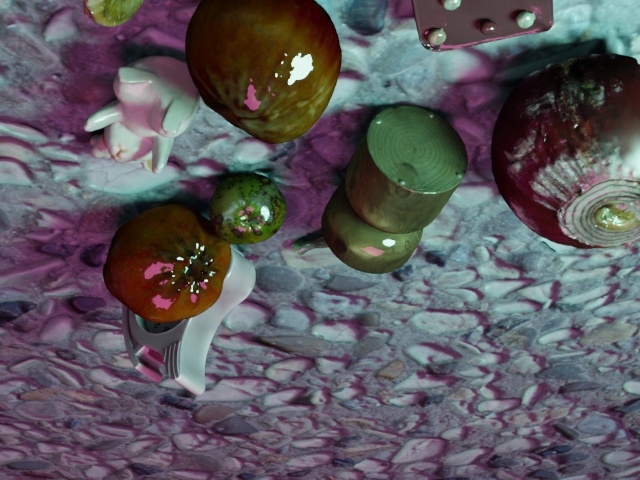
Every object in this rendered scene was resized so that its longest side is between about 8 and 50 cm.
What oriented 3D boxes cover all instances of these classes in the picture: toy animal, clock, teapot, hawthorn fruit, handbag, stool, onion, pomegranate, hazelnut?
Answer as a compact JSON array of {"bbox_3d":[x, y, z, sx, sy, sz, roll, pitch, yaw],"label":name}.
[{"bbox_3d":[-0.289,-0.171,1.795,0.140,0.138,0.282,39,133,-6],"label":"toy animal"},{"bbox_3d":[-0.253,0.154,2.199,0.275,0.290,0.080,-25,141,20],"label":"clock"},{"bbox_3d":[0.000,0.000,2.202,0.110,0.043,0.043,-16,146,28],"label":"teapot"},{"bbox_3d":[-0.301,0.043,2.099,0.260,0.224,0.224,-4,156,45],"label":"hawthorn fruit"},{"bbox_3d":[0.225,-0.363,1.595,0.203,0.074,0.216,-9,148,8],"label":"handbag"},{"bbox_3d":[0.121,-0.082,1.942,0.179,0.179,0.264,6,147,-15],"label":"stool"},{"bbox_3d":[0.402,-0.123,1.800,0.260,0.282,0.337,-12,148,9],"label":"onion"},{"bbox_3d":[-0.124,-0.045,2.034,0.138,0.126,0.163,-20,147,4],"label":"pomegranate"},{"bbox_3d":[-0.077,-0.250,1.629,0.217,0.217,0.251,-13,146,16],"label":"hazelnut"}]

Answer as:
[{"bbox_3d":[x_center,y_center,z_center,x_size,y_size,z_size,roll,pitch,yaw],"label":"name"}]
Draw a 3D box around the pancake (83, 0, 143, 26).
[{"bbox_3d":[-0.210,-0.381,1.387,0.049,0.282,0.282,33,143,0],"label":"pancake"}]
